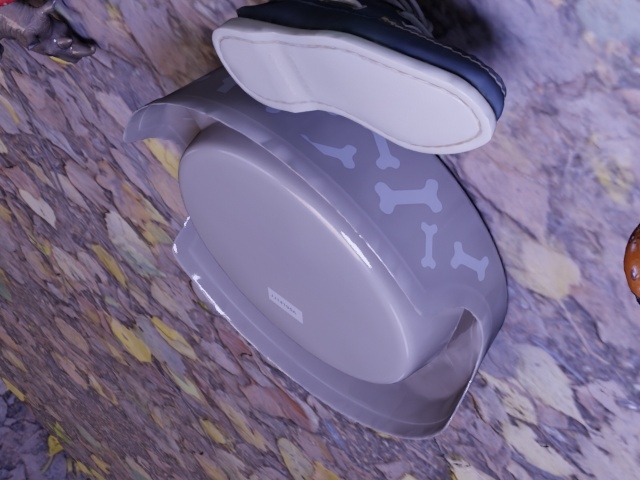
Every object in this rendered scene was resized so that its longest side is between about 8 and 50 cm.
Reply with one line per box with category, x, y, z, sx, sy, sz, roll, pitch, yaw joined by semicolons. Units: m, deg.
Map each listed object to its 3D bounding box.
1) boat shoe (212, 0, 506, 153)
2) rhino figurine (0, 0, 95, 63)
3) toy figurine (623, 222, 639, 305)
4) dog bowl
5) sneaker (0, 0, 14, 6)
boat shoe;0.031;-0.117;0.866;0.254;0.079;0.095;17;147;53
rhino figurine;-0.317;-0.216;1.288;0.243;0.073;0.106;22;166;16
toy figurine;0.243;0.007;0.537;0.213;0.209;0.148;46;163;1
dog bowl;0.000;0.000;1.087;0.349;0.102;0.349;38;156;20
sneaker;-0.363;-0.285;1.215;0.279;0.118;0.107;32;153;30
